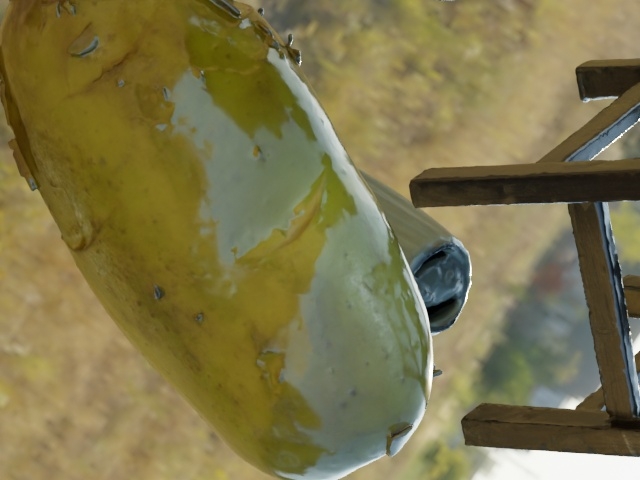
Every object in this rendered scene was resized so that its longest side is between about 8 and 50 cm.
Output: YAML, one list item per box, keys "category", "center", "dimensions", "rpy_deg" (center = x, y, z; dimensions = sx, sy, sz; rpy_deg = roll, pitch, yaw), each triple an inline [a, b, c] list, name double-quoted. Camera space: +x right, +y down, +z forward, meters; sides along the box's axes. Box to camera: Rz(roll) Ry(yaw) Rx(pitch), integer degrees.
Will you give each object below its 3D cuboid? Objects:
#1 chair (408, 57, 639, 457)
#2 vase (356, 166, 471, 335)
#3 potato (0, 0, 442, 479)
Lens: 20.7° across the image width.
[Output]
- category: "chair"
  center: [0.298, 0.004, 1.014]
  dimensions: [0.240, 0.416, 0.203]
  rpy_deg: [-29, 112, -48]
- category: "vase"
  center: [0.000, 0.000, 1.189]
  dimensions: [0.128, 0.248, 0.128]
  rpy_deg: [-14, 113, -36]
- category: "potato"
  center: [-0.055, -0.015, 0.895]
  dimensions: [0.140, 0.300, 0.173]
  rpy_deg: [-36, -176, -30]
